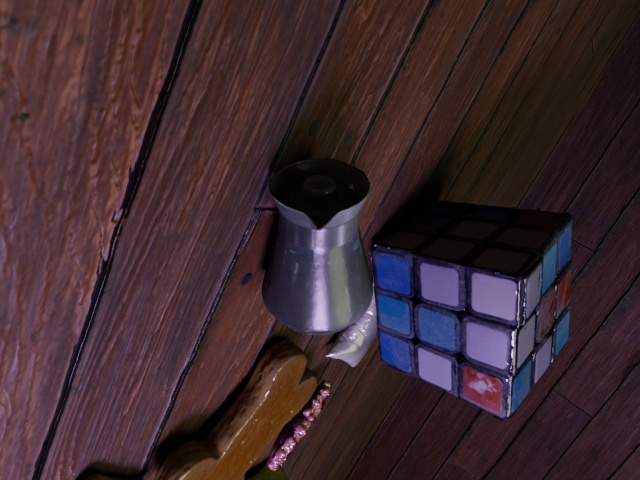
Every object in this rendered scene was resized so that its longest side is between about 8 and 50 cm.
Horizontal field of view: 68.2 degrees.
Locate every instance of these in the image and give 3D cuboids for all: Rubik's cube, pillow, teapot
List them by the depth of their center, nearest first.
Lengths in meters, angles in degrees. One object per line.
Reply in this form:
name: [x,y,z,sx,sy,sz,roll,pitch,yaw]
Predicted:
teapot: [0.000,0.000,0.687,0.203,0.170,0.225,-75,170,-50]
Rubik's cube: [0.358,0.129,1.118,0.363,0.362,0.359,-28,117,-43]
pillow: [0.114,0.212,1.220,0.254,0.078,0.144,-57,145,3]

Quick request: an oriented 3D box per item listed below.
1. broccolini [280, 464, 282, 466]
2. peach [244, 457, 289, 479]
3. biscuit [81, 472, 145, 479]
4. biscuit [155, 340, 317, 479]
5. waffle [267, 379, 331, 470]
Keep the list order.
broccolini: [-0.109,0.635,1.387,0.239,0.054,0.051,-59,-170,2]
peach: [-0.181,0.713,1.228,0.159,0.154,0.267,-58,155,10]
biscuit: [-0.355,0.427,0.709,0.174,0.039,0.183,-50,153,-14]
biscuit: [-0.165,0.386,0.959,0.394,0.076,0.368,-49,154,-19]
waffle: [-0.058,0.472,1.211,0.234,0.055,0.221,-60,171,31]
